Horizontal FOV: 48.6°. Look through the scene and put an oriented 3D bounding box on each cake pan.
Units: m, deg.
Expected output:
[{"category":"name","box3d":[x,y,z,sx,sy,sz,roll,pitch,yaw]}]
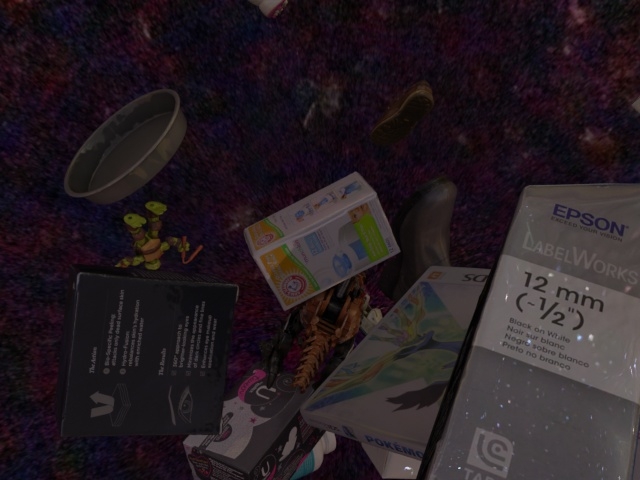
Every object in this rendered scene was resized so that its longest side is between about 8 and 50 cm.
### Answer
[{"category":"cake pan","box3d":[-0.383,-0.183,1.415,0.293,0.293,0.054,-42,126,-3]}]

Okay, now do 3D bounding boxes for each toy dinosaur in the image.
[{"category":"toy dinosaur","box3d":[-0.003,0.134,1.128,0.164,0.322,0.218,37,119,20]}]

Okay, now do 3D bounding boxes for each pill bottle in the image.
[{"category":"pill bottle","box3d":[-0.095,0.537,1.788,0.264,0.146,0.146,-15,82,-28]}]

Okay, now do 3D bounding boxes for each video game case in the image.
[{"category":"video game case","box3d":[0.176,0.143,0.910,0.329,0.300,0.036,-43,118,-33]}]

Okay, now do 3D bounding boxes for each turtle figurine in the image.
[{"category":"turtle figurine","box3d":[-0.437,0.003,1.850,0.269,0.217,0.087,-23,49,-28]}]

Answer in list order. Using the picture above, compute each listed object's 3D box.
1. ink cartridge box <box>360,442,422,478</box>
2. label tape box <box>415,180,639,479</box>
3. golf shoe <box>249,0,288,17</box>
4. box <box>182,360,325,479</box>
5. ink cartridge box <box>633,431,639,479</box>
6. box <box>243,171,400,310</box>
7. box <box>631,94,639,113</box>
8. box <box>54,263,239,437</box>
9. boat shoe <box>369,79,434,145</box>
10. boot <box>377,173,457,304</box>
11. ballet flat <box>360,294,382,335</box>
[{"category":"ink cartridge box","box3d":[0.169,0.331,1.366,0.211,0.289,0.121,7,104,-19]},{"category":"label tape box","box3d":[0.164,0.094,0.553,0.115,0.249,0.347,18,54,12]},{"category":"golf shoe","box3d":[-0.068,-0.581,1.353,0.140,0.115,0.306,29,74,-12]},{"category":"box","box3d":[-0.122,0.377,1.378,0.163,0.247,0.142,14,127,29]},{"category":"ink cartridge box","box3d":[0.380,0.326,0.889,0.131,0.306,0.226,8,110,-29]},{"category":"box","box3d":[0.000,0.000,1.086,0.203,0.103,0.114,-27,117,-2]},{"category":"box","box3d":[0.817,-0.268,1.557,0.232,0.148,0.127,47,118,8]},{"category":"box","box3d":[-0.178,0.109,0.719,0.158,0.093,0.156,6,93,-25]},{"category":"boat shoe","box3d":[0.165,-0.257,1.437,0.064,0.178,0.060,24,51,-23]},{"category":"boot","box3d":[0.223,0.061,1.221,0.118,0.338,0.222,-26,58,-21]},{"category":"ballet flat","box3d":[0.091,0.144,1.445,0.168,0.057,0.052,48,118,23]}]
